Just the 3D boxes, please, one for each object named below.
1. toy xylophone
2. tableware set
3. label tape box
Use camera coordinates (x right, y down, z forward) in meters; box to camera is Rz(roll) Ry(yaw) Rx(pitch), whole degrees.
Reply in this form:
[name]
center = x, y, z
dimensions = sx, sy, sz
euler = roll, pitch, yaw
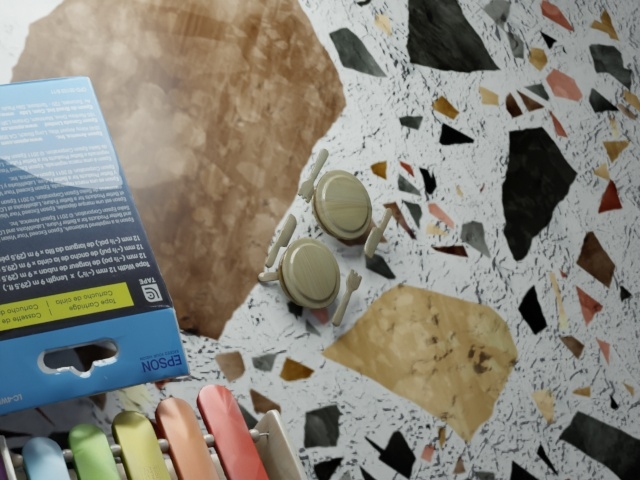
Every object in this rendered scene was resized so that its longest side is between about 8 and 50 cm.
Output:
[toy xylophone]
center = -0.156, 0.266, 1.566
dimensions = 0.322, 0.081, 0.236
euler = -9, 51, -33
[tableware set]
center = 0.000, 0.000, 1.905
dimensions = 0.128, 0.039, 0.194
euler = 42, 54, -22
[label tape box]
center = -0.308, 0.014, 1.639
dimensions = 0.249, 0.115, 0.348
euler = -10, 73, -37
